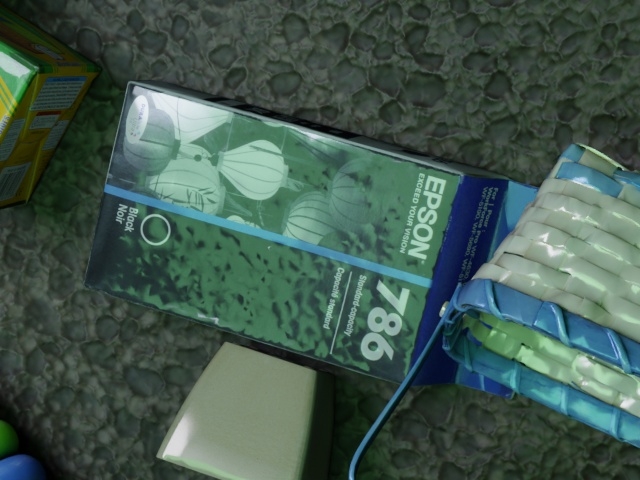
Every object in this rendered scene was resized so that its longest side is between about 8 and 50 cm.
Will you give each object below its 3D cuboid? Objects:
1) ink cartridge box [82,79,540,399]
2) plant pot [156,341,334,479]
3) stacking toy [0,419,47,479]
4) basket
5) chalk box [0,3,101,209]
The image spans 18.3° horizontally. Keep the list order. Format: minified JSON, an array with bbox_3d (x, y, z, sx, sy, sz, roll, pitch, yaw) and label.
[{"bbox_3d":[0.000,0.000,1.456,0.333,0.065,0.165,15,99,12],"label":"ink cartridge box"},{"bbox_3d":[-0.044,0.131,1.464,0.109,0.109,0.096,17,87,13],"label":"plant pot"},{"bbox_3d":[-0.285,0.166,1.519,0.141,0.141,0.330,-33,83,16],"label":"stacking toy"},{"bbox_3d":[0.190,0.106,1.326,0.255,0.201,0.289,28,72,10],"label":"basket"},{"bbox_3d":[-0.300,-0.130,1.488,0.213,0.132,0.132,33,103,9],"label":"chalk box"}]
